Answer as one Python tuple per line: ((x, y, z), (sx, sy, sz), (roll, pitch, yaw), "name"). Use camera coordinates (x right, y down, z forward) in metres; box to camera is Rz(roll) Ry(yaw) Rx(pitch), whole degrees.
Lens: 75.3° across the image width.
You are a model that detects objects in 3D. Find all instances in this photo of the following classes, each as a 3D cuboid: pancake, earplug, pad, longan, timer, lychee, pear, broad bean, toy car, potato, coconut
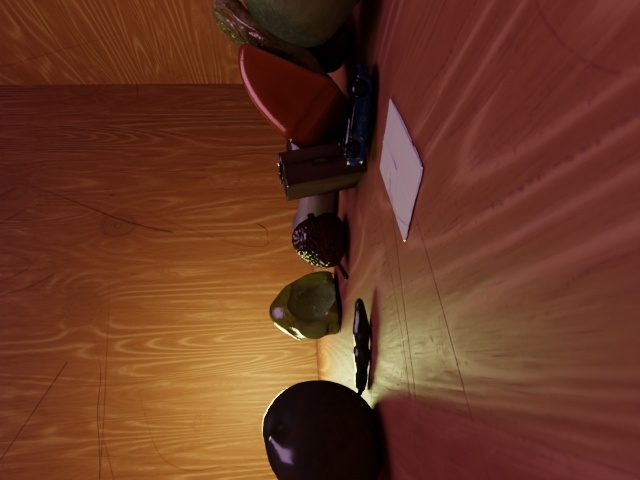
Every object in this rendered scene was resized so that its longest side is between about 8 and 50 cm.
((-0.115, -0.488, 1.081), (0.082, 0.386, 0.387), (-57, 11, 8), "pancake")
((-0.009, -0.165, 1.580), (0.172, 0.172, 0.301), (-97, 13, -47), "earplug")
((0.134, -0.129, 0.724), (0.232, 0.004, 0.157), (-97, 7, -46), "pad")
((0.005, 0.483, 1.012), (0.350, 0.288, 0.289), (-179, 86, -77), "longan")
((-0.068, -0.351, 1.021), (0.250, 0.161, 0.257), (44, -169, 12), "timer")
((0.000, -0.006, 1.364), (0.194, 0.194, 0.195), (178, 90, -85), "lychee")
((-0.067, 0.248, 1.652), (0.176, 0.281, 0.287), (81, -178, -49), "pear")
((0.103, 0.282, 1.048), (0.060, 0.043, 0.298), (-77, -14, -71), "broad bean")
((0.084, -0.269, 0.903), (0.103, 0.063, 0.217), (-101, 18, -70), "toy car")
((0.006, -0.572, 1.189), (0.298, 0.141, 0.176), (-107, 1, -66), "potato")
((-0.026, -0.580, 0.825), (0.328, 0.281, 0.329), (-54, 24, 39), "coconut")

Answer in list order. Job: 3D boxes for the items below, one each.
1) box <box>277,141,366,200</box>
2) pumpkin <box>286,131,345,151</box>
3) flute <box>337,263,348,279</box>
((-0.002, -0.178, 1.081), (0.215, 0.215, 0.086), (133, 125, -82), "box")
((-0.018, -0.302, 1.320), (0.320, 0.192, 0.321), (179, 90, -80), "pumpkin")
((0.073, 0.101, 1.476), (0.269, 0.014, 0.014), (-120, 28, -79), "flute")
